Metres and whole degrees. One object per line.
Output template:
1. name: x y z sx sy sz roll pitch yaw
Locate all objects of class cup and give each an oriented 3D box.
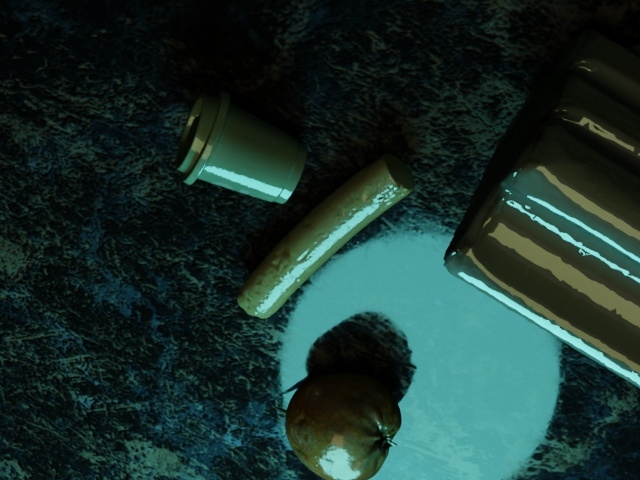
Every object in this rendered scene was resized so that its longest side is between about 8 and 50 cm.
1. cup: -0.093 -0.106 1.849 0.141 0.120 0.120 20 126 -16

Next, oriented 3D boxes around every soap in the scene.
1. soap: 0.389 -0.010 1.653 0.435 0.350 0.213 30 132 -4

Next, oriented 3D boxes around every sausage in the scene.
1. sausage: -0.001 -0.002 1.916 0.066 0.066 0.301 40 121 -12

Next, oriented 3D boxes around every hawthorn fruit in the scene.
1. hawthorn fruit: 0.012 0.245 2.021 0.189 0.149 0.149 -4 121 12
